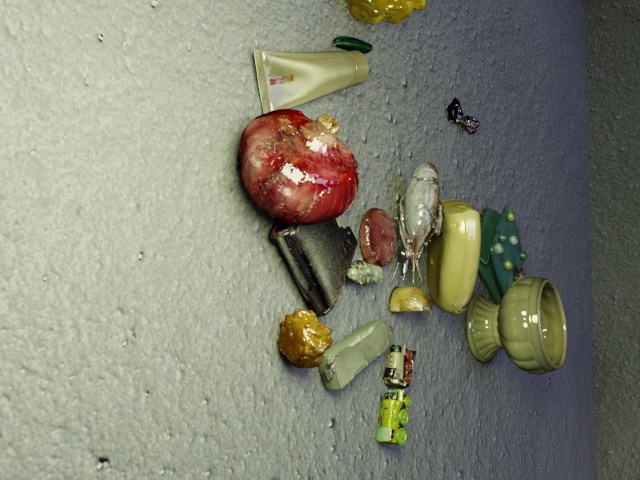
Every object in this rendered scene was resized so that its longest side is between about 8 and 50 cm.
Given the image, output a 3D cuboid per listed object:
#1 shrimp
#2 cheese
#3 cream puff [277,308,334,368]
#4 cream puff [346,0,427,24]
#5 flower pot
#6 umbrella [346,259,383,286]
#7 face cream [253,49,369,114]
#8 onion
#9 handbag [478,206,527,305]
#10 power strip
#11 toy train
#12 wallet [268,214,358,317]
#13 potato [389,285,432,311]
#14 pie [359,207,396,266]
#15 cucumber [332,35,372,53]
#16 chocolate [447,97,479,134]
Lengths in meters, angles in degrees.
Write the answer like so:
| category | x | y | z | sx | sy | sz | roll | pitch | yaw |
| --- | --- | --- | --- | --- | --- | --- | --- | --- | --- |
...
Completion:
| category | x | y | z | sx | sy | sz | roll | pitch | yaw |
| --- | --- | --- | --- | --- | --- | --- | --- | --- | --- |
| shrimp | 0.248 | -0.042 | 1.786 | 0.116 | 0.145 | 0.343 | 16 | 75 | -10 |
| cheese | 0.356 | 0.051 | 1.848 | 0.259 | 0.128 | 0.316 | -70 | 161 | -74 |
| cream puff | -0.027 | 0.195 | 1.347 | 0.094 | 0.116 | 0.122 | 7 | 92 | -42 |
| cream puff | 0.168 | -0.657 | 1.698 | 0.244 | 0.244 | 0.196 | 49 | 46 | -38 |
| flower pot | 0.601 | 0.260 | 2.115 | 0.307 | 0.244 | 0.308 | 17 | 69 | -54 |
| umbrella | 0.098 | 0.078 | 1.595 | 0.067 | 0.062 | 0.143 | 51 | 19 | 18 |
| face cream | -0.020 | -0.364 | 1.515 | 0.341 | 0.084 | 0.137 | -25 | 113 | -47 |
| onion | -0.032 | -0.150 | 1.299 | 0.252 | 0.219 | 0.252 | 28 | 36 | -22 |
| handbag | 0.618 | 0.048 | 2.306 | 0.274 | 0.100 | 0.269 | 61 | 39 | -26 |
| power strip | 0.085 | 0.248 | 1.549 | 0.286 | 0.048 | 0.080 | -25 | 105 | -54 |
| toy train | 0.184 | 0.368 | 1.662 | 0.085 | 0.053 | 0.250 | 33 | 56 | -40 |
| wallet | 0.000 | 0.000 | 1.470 | 0.221 | 0.071 | 0.262 | 61 | 33 | -26 |
| potato | 0.237 | 0.148 | 1.741 | 0.096 | 0.103 | 0.067 | -3 | 89 | -56 |
| pie | 0.141 | -0.008 | 1.693 | 0.154 | 0.036 | 0.155 | 16 | 70 | -53 |
| cucumber | 0.085 | -0.491 | 1.719 | 0.184 | 0.036 | 0.033 | -9 | 81 | -56 |
| chocolate | 0.451 | -0.398 | 2.212 | 0.147 | 0.070 | 0.072 | 27 | 71 | -38 |
